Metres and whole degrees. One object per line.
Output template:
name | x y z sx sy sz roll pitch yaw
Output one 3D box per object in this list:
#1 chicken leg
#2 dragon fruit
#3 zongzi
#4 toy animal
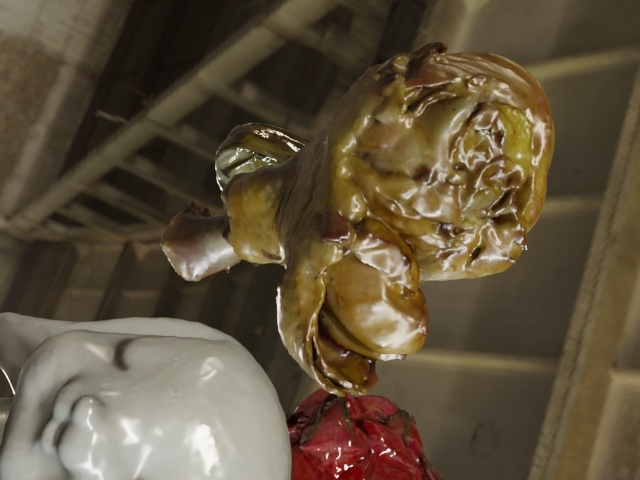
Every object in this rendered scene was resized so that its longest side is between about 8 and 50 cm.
chicken leg | 0.000 0.000 0.873 0.409 0.182 0.295 -12 -127 37
dragon fruit | 0.021 0.287 1.134 0.234 0.234 0.293 -57 178 18
zongzi | 0.041 -0.080 1.267 0.288 0.286 0.134 -39 -166 32
toy animal | -0.143 0.142 0.623 0.265 0.206 0.271 -22 -121 13
